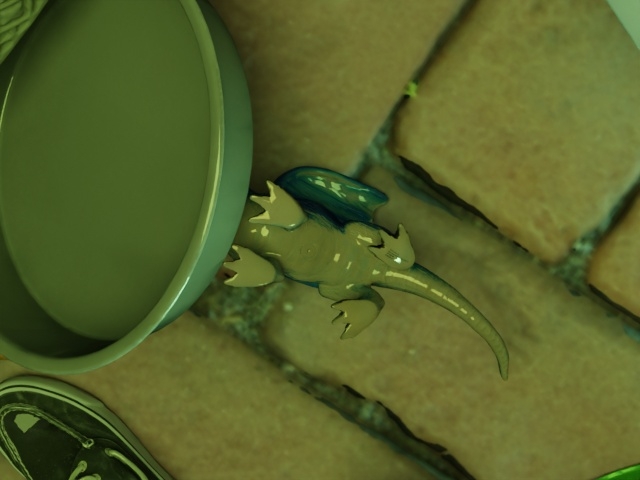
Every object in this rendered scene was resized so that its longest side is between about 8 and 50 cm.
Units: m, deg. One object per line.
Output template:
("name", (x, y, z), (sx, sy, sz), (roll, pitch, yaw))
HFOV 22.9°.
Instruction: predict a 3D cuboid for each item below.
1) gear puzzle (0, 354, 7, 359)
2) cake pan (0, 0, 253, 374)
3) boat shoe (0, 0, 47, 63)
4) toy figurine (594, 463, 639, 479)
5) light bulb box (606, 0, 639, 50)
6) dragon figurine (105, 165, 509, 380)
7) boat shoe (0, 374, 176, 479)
("gear puzzle", (-0.352, 0.126, 1.158), (0.339, 0.044, 0.175), (-32, 80, 13))
("cake pan", (-0.153, -0.058, 1.042), (0.293, 0.054, 0.293), (-3, 85, 41))
("boat shoe", (-0.376, -0.083, 1.072), (0.500, 0.187, 0.156), (-45, 73, 22))
("toy figurine", (0.215, 0.259, 1.066), (0.173, 0.130, 0.159), (-25, 105, -7))
("light bulb box", (0.264, -0.335, 0.844), (0.358, 0.225, 0.361), (-35, 92, -15))
("dragon figurine", (0.000, 0.000, 1.075), (0.289, 0.144, 0.085), (18, 102, -13))
("boat shoe", (-0.156, 0.178, 1.138), (0.219, 0.070, 0.077), (37, 103, 3))
